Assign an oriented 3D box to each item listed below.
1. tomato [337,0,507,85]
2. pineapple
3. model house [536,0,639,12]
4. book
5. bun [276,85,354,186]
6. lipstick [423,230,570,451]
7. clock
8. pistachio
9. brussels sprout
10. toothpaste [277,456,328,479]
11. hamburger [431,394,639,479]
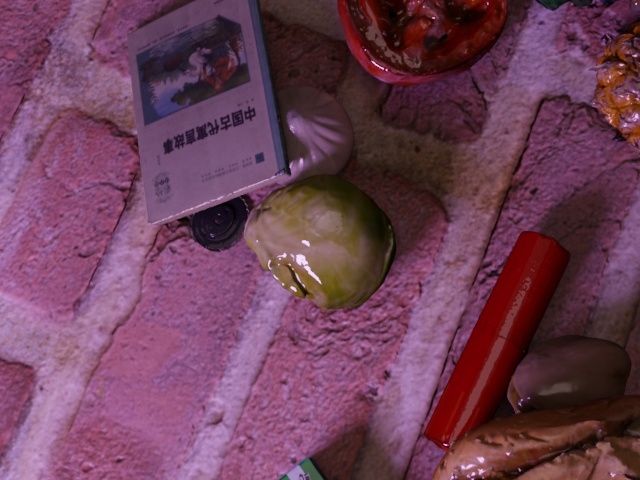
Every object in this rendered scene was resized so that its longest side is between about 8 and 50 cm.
[{"bbox_3d":[0.125,-0.295,1.115,0.227,0.101,0.228,1,77,-5],"label":"tomato"},{"bbox_3d":[0.448,-0.205,1.081,0.224,0.076,0.225,-1,74,2],"label":"pineapple"},{"bbox_3d":[0.458,-0.382,1.040,0.280,0.245,0.312,30,70,3],"label":"model house"},{"bbox_3d":[-0.150,-0.180,1.099,0.214,0.025,0.283,-20,71,24],"label":"book"},{"bbox_3d":[-0.027,-0.139,1.086,0.138,0.094,0.138,-2,72,5],"label":"bun"},{"bbox_3d":[0.210,0.123,1.013,0.073,0.073,0.280,27,79,10],"label":"lipstick"},{"bbox_3d":[-0.129,-0.026,1.104,0.074,0.010,0.083,36,81,12],"label":"clock"},{"bbox_3d":[0.284,0.162,0.974,0.149,0.113,0.113,-7,74,-20],"label":"pistachio"},{"bbox_3d":[0.005,-0.006,1.034,0.183,0.131,0.145,36,102,11],"label":"brussels sprout"},{"bbox_3d":[0.049,0.367,0.964,0.050,0.065,0.267,-37,77,-3],"label":"toothpaste"},{"bbox_3d":[0.250,0.258,0.882,0.283,0.260,0.145,-8,47,-4],"label":"hamburger"}]
